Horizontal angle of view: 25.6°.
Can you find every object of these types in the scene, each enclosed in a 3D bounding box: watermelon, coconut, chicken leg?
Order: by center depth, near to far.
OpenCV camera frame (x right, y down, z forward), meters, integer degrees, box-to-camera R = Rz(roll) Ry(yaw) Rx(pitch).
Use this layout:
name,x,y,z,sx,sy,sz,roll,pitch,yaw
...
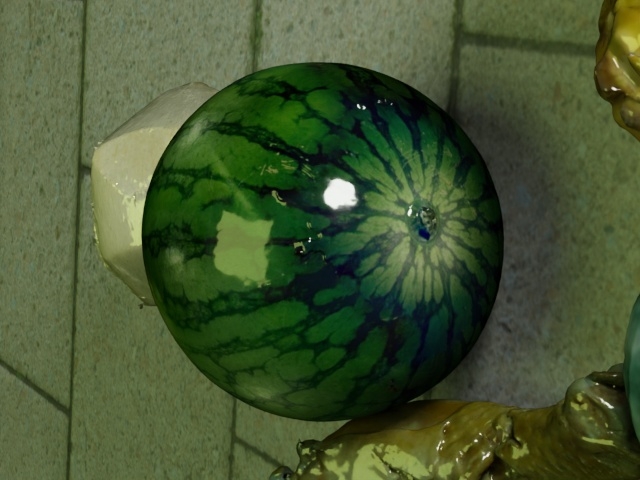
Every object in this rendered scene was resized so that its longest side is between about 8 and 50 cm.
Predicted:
name,x,y,z,sx,sy,sz,roll,pitch,yaw
chicken leg,0.146,0.197,1.255,0.201,0.153,0.429,50,137,-11
watermelon,0.000,0.000,1.307,0.363,0.363,0.363,6,97,57
coconut,-0.146,-0.058,1.617,0.245,0.245,0.247,-13,87,57

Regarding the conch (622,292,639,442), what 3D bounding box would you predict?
name,x,y,z,sx,sy,sz,roll,pitch,yaw
conch,0.319,0.094,0.976,0.220,0.195,0.277,-38,28,20

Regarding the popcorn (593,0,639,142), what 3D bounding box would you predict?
name,x,y,z,sx,sy,sz,roll,pitch,yaw
popcorn,0.296,-0.174,0.962,0.250,0.190,0.250,-25,55,42
